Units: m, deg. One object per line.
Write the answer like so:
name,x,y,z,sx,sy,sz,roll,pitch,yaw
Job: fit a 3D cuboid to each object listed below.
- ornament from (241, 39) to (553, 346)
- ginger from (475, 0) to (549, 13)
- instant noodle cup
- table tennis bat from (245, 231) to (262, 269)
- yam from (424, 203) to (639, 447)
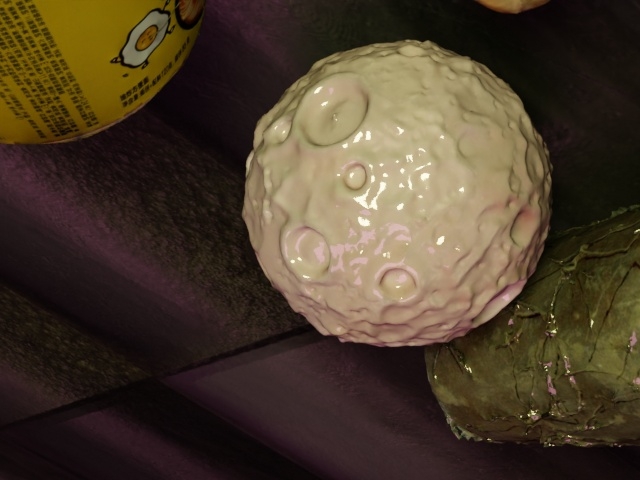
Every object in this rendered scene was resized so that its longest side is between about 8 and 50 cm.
ornament,0.058,-0.042,1.057,0.259,0.259,0.225,-2,149,28
ginger,0.094,-0.267,0.774,0.244,0.155,0.304,-17,134,40
instant noodle cup,-0.216,-0.227,0.866,0.325,0.326,0.254,11,157,10
table tennis bat,0.000,0.000,1.370,0.130,0.019,0.220,27,149,-18
yam,0.269,0.074,1.160,0.241,0.241,0.348,35,147,-27
